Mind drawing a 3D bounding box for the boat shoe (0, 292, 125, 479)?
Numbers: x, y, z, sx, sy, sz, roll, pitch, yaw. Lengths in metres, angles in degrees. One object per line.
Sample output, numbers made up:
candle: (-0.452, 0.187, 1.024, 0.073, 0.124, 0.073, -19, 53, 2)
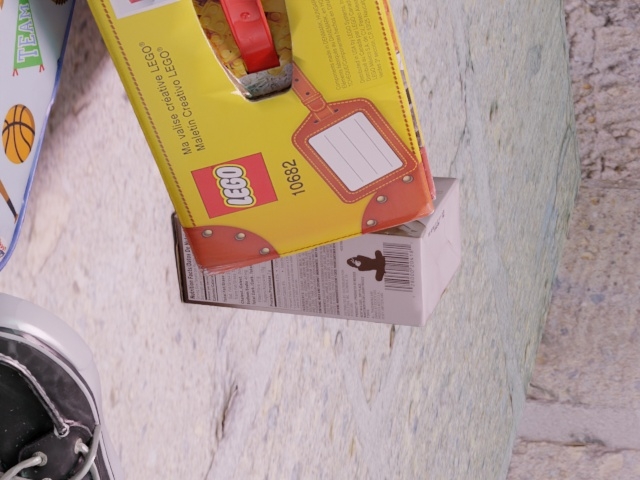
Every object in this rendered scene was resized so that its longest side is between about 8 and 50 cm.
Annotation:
boat shoe: (-0.216, 0.161, 1.201, 0.306, 0.113, 0.105, 85, 4, -50)

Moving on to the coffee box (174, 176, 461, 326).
coffee box: (0.000, 0.000, 1.584, 0.141, 0.247, 0.098, -51, 142, -58)

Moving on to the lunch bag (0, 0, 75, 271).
lunch bag: (-0.263, -0.121, 1.015, 0.243, 0.115, 0.303, 43, 52, -63)

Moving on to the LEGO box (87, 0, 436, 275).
LEGO box: (-0.083, -0.285, 1.175, 0.500, 0.193, 0.372, 72, 3, -47)
